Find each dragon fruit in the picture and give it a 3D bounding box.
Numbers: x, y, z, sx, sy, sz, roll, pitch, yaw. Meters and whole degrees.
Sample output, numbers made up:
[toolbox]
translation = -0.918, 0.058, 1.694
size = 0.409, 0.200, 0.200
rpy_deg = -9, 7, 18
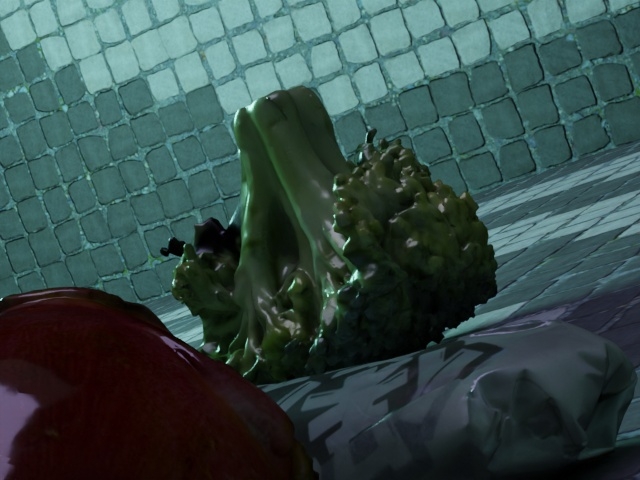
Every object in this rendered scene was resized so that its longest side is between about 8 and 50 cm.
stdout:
[dragon fruit]
translation = -0.125, 0.139, 0.692
size = 0.250, 0.250, 0.315
rpy_deg = -19, 21, 26

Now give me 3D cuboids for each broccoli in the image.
[broccoli]
translation = -0.005, 0.001, 1.464
size = 0.293, 0.281, 0.348
rpy_deg = -20, -2, -3

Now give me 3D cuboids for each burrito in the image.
[burrito]
translation = -0.017, 0.138, 1.007
size = 0.445, 0.101, 0.139
rpy_deg = -16, 11, 34
